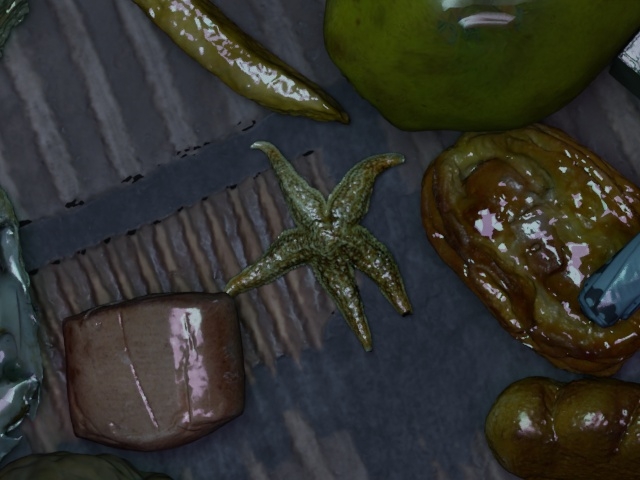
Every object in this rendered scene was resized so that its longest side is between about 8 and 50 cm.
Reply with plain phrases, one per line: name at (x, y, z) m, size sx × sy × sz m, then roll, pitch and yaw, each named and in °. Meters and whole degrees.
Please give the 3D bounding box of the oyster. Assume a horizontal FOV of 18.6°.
oyster at (-0.340, 0.098, 1.818) m, size 0.199 × 0.087 × 0.252 m, roll -23°, pitch 95°, yaw -6°

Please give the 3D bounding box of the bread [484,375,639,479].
bread at (0.320, 0.178, 1.768) m, size 0.344 × 0.124 × 0.084 m, roll 4°, pitch 59°, yaw 4°

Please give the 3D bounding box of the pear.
pear at (0.150, -0.233, 1.703) m, size 0.321 × 0.269 × 0.269 m, roll -31°, pitch 87°, yaw 2°

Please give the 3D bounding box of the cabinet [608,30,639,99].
cabinet at (0.385, -0.146, 1.741) m, size 0.206 × 0.150 × 0.145 m, roll 40°, pitch 92°, yaw 4°

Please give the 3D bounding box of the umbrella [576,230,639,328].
umbrella at (0.320, -0.015, 1.668) m, size 0.250 × 0.053 × 0.052 m, roll -43°, pitch 43°, yaw 16°

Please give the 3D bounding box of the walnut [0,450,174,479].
walnut at (-0.218, 0.305, 1.740) m, size 0.248 × 0.248 × 0.248 m, roll 0°, pitch 89°, yaw 4°

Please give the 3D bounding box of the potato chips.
potato chips at (-0.134, -0.237, 1.822) m, size 0.080 × 0.057 × 0.407 m, roll -43°, pitch 87°, yaw 6°

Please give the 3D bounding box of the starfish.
starfish at (-0.001, 0.000, 1.823) m, size 0.217 × 0.050 × 0.223 m, roll -37°, pitch 82°, yaw 10°

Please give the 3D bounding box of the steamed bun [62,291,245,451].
steamed bun at (-0.150, 0.119, 1.801) m, size 0.175 × 0.106 × 0.145 m, roll -7°, pitch 94°, yaw 17°

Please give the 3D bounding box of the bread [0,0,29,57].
bread at (-0.430, -0.156, 1.820) m, size 0.183 × 0.102 × 0.337 m, roll 38°, pitch 91°, yaw 3°

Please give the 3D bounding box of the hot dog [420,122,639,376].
hot dog at (0.207, 0.001, 1.769) m, size 0.259 × 0.114 × 0.175 m, roll 41°, pitch 93°, yaw 3°
